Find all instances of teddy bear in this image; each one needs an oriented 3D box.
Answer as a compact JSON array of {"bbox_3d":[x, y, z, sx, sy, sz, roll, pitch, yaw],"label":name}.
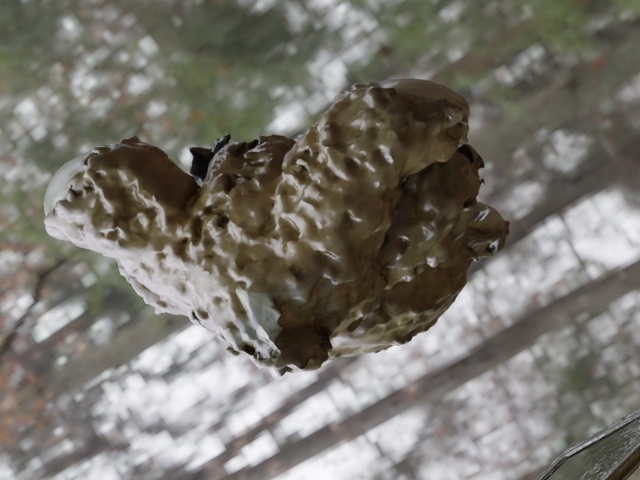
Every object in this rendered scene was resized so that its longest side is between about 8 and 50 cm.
[{"bbox_3d":[0.000,0.000,1.152,0.256,0.267,0.156,-1,-101,-66],"label":"teddy bear"}]

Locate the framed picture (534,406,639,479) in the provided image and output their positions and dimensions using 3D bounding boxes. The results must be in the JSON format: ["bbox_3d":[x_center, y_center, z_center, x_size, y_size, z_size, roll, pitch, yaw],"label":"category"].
[{"bbox_3d":[0.128,0.179,1.153,0.252,0.197,0.014,-38,-94,-32],"label":"framed picture"}]
